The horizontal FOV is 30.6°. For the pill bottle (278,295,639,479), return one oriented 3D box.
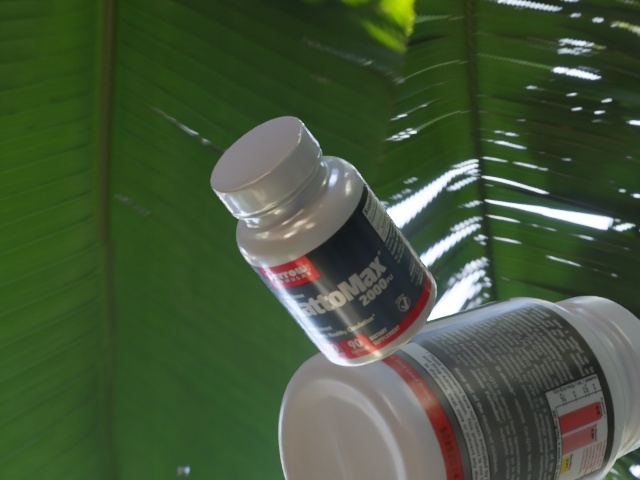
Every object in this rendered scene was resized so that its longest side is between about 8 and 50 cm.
[{"bbox_3d":[0.158,0.170,1.125,0.363,0.210,0.210,-12,-83,-38],"label":"pill bottle"}]

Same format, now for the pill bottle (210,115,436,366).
[{"bbox_3d":[0.000,0.000,0.882,0.108,0.108,0.180,-38,-61,-1],"label":"pill bottle"}]
